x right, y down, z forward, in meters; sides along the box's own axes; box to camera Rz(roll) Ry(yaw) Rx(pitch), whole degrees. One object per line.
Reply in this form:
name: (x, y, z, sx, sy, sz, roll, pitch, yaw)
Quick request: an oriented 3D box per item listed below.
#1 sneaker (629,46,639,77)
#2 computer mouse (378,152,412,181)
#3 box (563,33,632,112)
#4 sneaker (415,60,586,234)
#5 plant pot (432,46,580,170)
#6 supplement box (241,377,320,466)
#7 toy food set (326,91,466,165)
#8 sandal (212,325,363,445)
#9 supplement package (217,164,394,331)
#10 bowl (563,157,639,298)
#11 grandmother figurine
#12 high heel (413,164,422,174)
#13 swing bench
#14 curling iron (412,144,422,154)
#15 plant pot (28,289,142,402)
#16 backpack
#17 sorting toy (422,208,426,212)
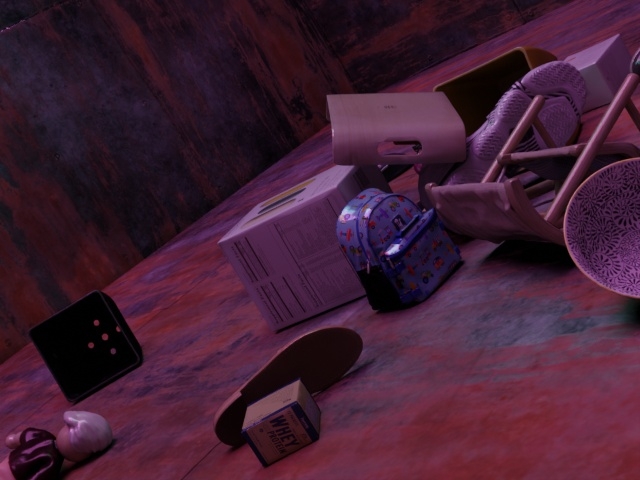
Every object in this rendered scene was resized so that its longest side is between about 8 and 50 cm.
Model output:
sneaker: (0.692, -0.365, 1.710, 0.222, 0.083, 0.118, -30, 12, 4)
computer mouse: (0.130, -0.157, 2.309, 0.262, 0.060, 0.184, -32, 11, -6)
box: (0.562, -0.339, 1.909, 0.130, 0.091, 0.170, -21, 16, 44)
sneaker: (0.301, -0.167, 1.626, 0.366, 0.137, 0.210, -50, 15, -9)
plant pot: (0.384, -0.254, 1.782, 0.212, 0.212, 0.187, -21, 5, 42)
supplement box: (-0.049, 0.233, 1.182, 0.083, 0.056, 0.083, -30, 12, 8)
toy food set: (0.124, -0.192, 1.622, 0.220, 0.092, 0.306, -2, 23, -2)
sandal: (-0.055, 0.190, 1.299, 0.240, 0.088, 0.079, -37, 18, -5)
supplement package: (0.000, 0.000, 1.661, 0.263, 0.198, 0.199, -25, 13, 28)
bowl: (0.354, 0.002, 0.999, 0.170, 0.080, 0.170, -8, 60, 14)
grandmother figurine: (-0.522, 0.401, 1.599, 0.342, 0.104, 0.208, -29, 39, -2)
high heel: (0.319, -0.227, 2.092, 0.244, 0.082, 0.117, -43, 20, 8)
swing bench: (0.328, -0.086, 1.308, 0.255, 0.165, 0.253, -40, 14, -12)
curling iron: (0.267, -0.221, 2.303, 0.068, 0.035, 0.274, -33, 10, 13)
plant pot: (-0.516, 0.230, 2.092, 0.187, 0.188, 0.167, -31, 0, 3)
backpack: (0.116, 0.000, 1.437, 0.158, 0.173, 0.117, -39, 14, -34)
sorting toy: (0.218, -0.072, 1.868, 0.062, 0.012, 0.083, -39, 14, -35)
